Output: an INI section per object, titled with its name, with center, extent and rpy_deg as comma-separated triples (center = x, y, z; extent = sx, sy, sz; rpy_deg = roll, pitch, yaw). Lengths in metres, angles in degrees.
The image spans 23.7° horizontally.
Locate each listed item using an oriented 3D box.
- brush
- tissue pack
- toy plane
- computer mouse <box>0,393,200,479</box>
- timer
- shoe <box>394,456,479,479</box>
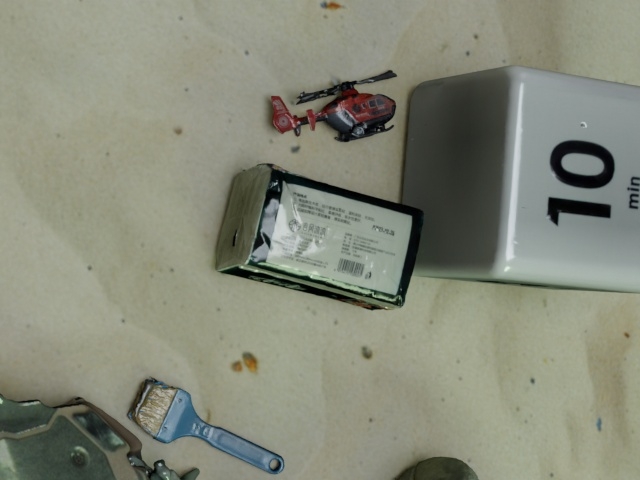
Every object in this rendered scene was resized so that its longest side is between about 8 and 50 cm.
[brush]
center = -0.101, 0.178, 1.408
extent = 0.164, 0.014, 0.051
rpy_deg = 29, 79, -24
[tissue pack]
center = -0.001, -0.001, 1.415
extent = 0.170, 0.090, 0.103
rpy_deg = 16, 83, -27
[toy plane]
center = 0.019, -0.123, 1.454
extent = 0.145, 0.037, 0.060
rpy_deg = -14, 92, -27
[computer mouse]
center = -0.249, 0.226, 1.265
extent = 0.389, 0.115, 0.199
rpy_deg = -8, 77, -55
[timer]
center = 0.206, -0.053, 1.458
extent = 0.195, 0.194, 0.192
rpy_deg = 6, 87, -27
[shoe]
center = 0.097, 0.395, 1.435
extent = 0.210, 0.132, 0.342
rpy_deg = 45, 65, -19
